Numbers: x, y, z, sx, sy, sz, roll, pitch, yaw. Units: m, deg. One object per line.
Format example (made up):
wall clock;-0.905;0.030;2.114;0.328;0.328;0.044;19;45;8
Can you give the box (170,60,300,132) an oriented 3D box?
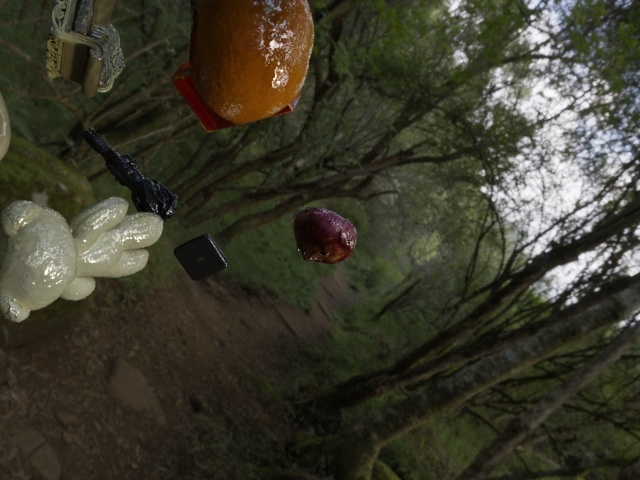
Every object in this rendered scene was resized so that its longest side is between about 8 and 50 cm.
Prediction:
box;-0.238;-0.431;1.446;0.197;0.313;0.089;57;40;-38

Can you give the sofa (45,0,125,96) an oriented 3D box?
sofa;-0.576;-0.525;1.307;0.200;0.182;0.259;-32;-128;57

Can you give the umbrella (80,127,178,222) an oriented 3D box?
umbrella;-0.551;-0.188;1.480;0.340;0.118;0.118;46;2;-8

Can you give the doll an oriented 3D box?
doll;-0.381;0.014;0.808;0.278;0.149;0.175;-8;104;-59

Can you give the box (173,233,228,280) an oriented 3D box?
box;-0.351;0.048;1.513;0.027;0.126;0.125;-93;157;-62

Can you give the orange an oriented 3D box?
orange;-0.136;-0.420;1.038;0.274;0.274;0.310;61;16;-58

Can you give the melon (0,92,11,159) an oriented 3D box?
melon;-0.852;-0.299;1.190;0.223;0.223;0.317;60;9;-84

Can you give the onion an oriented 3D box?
onion;0.000;0.000;1.658;0.229;0.163;0.230;21;-40;18
